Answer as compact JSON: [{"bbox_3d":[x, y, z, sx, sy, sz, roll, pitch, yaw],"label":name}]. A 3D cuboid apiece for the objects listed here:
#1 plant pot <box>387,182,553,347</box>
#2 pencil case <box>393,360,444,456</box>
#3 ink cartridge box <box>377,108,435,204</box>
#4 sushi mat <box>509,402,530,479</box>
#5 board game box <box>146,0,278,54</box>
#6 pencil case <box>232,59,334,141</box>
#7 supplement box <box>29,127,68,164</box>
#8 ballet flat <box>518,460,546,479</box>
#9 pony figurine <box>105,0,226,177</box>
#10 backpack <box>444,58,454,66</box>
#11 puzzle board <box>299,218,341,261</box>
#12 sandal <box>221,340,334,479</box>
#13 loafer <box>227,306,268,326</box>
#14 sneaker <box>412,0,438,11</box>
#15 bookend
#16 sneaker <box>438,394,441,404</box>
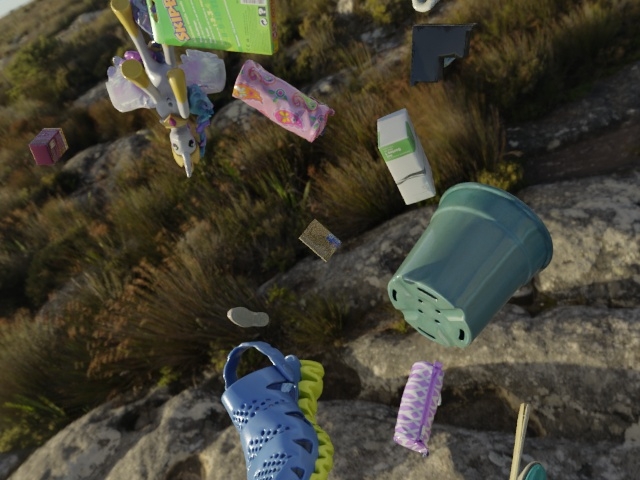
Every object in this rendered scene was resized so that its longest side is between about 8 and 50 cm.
[{"bbox_3d":[0.374,0.079,1.306,0.341,0.341,0.334,18,55,46],"label":"plant pot"},{"bbox_3d":[0.234,0.389,1.154,0.086,0.088,0.206,21,59,-1],"label":"pencil case"},{"bbox_3d":[0.247,-0.237,1.407,0.092,0.219,0.160,-18,38,21],"label":"ink cartridge box"},{"bbox_3d":[0.343,0.463,0.882,0.019,0.151,0.317,9,64,25],"label":"sushi mat"},{"bbox_3d":[-0.202,-0.415,0.892,0.259,0.124,0.039,11,37,16],"label":"board game box"},{"bbox_3d":[-0.106,-0.393,1.392,0.124,0.284,0.124,-60,4,7],"label":"pencil case"},{"bbox_3d":[-0.630,-0.219,1.140,0.043,0.055,0.083,-1,38,-1],"label":"supplement box"},{"bbox_3d":[0.498,0.674,1.221,0.086,0.086,0.249,3,62,37],"label":"ballet flat"},{"bbox_3d":[-0.365,-0.369,1.142,0.302,0.363,0.351,-15,66,-7],"label":"pony figurine"},{"bbox_3d":[0.362,-0.570,1.472,0.114,0.084,0.105,-14,-18,-45],"label":"backpack"},{"bbox_3d":[0.000,0.000,1.714,0.096,0.128,0.011,-52,7,-27],"label":"puzzle board"},{"bbox_3d":[-0.070,0.228,0.617,0.126,0.138,0.317,-52,12,6],"label":"sandal"},{"bbox_3d":[-0.180,0.188,1.187,0.039,0.125,0.045,-5,73,38],"label":"loafer"},{"bbox_3d":[0.167,-0.525,0.801,0.114,0.305,0.152,16,68,34],"label":"sneaker"},{"bbox_3d":[0.328,-0.495,1.312,0.157,0.156,0.072,11,31,25],"label":"bookend"},{"bbox_3d":[0.274,0.419,1.323,0.061,0.152,0.054,-1,71,-6],"label":"sneaker"}]
